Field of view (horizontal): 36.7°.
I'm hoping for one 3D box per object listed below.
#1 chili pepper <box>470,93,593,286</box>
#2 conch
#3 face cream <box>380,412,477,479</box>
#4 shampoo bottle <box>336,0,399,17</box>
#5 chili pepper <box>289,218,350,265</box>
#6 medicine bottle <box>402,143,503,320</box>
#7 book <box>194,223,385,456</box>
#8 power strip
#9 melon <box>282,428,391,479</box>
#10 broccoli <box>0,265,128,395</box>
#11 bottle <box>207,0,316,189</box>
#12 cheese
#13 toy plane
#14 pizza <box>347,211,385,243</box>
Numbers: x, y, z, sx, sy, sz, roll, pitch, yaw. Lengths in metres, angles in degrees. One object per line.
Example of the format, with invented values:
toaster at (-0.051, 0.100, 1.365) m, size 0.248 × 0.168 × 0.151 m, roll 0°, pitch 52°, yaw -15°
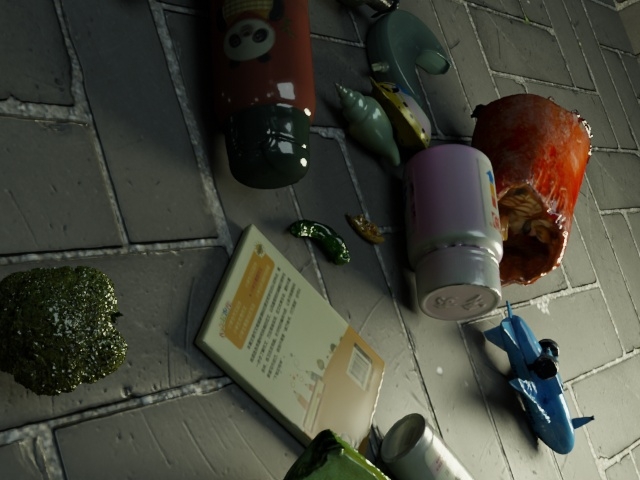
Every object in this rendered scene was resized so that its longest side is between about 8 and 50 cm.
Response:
chili pepper at (0.371, -0.093, 1.717) m, size 0.251 × 0.229 × 0.305 m, roll 84°, pitch 15°, yaw -45°
conch at (0.068, -0.187, 1.530) m, size 0.065 × 0.088 × 0.180 m, roll -45°, pitch 122°, yaw -8°
face cream at (0.185, 0.361, 1.334) m, size 0.269 × 0.073 × 0.107 m, roll 53°, pitch 44°, yaw -19°
shampoo bottle at (0.031, -0.456, 1.595) m, size 0.283 × 0.101 × 0.101 m, roll 28°, pitch 49°, yaw -41°
chili pepper at (0.000, -0.008, 1.342) m, size 0.118 × 0.035 × 0.055 m, roll 34°, pitch 28°, yaw -43°
medicine bottle at (0.209, -0.013, 1.521) m, size 0.152 × 0.152 × 0.255 m, roll 29°, pitch 50°, yaw -41°
book at (-0.025, 0.145, 1.228) m, size 0.295 × 0.020 × 0.208 m, roll 47°, pitch 38°, yaw -24°
power strip at (0.148, -0.322, 1.714) m, size 0.168 × 0.054 × 0.253 m, roll 55°, pitch 35°, yaw -11°
melon at (0.074, 0.372, 1.066) m, size 0.343 × 0.226 × 0.331 m, roll 50°, pitch 47°, yaw 1°
broccoli at (-0.247, 0.082, 0.899) m, size 0.120 × 0.131 × 0.130 m, roll 82°, pitch -18°, yaw -71°
bottle at (-0.074, -0.228, 1.283) m, size 0.144 × 0.144 × 0.336 m, roll 20°, pitch 55°, yaw -46°
cheese at (0.152, -0.182, 1.609) m, size 0.250 × 0.064 × 0.156 m, roll 49°, pitch 7°, yaw -42°
toy plane at (0.371, 0.238, 1.634) m, size 0.271 × 0.105 × 0.254 m, roll 58°, pitch 20°, yaw -4°
pizza at (0.069, -0.020, 1.457) m, size 0.083 × 0.016 × 0.037 m, roll 36°, pitch 38°, yaw -34°
